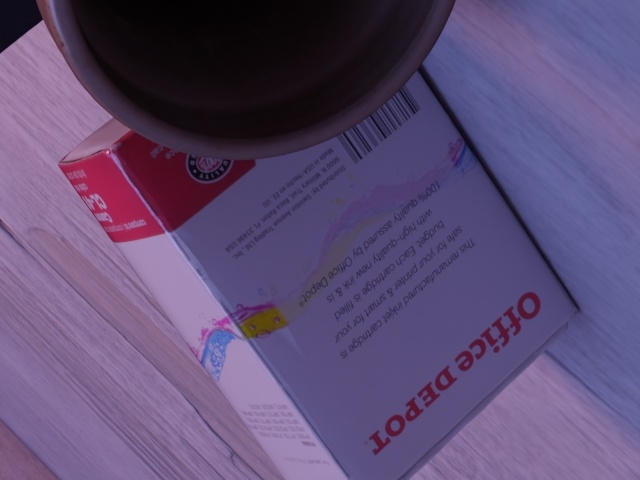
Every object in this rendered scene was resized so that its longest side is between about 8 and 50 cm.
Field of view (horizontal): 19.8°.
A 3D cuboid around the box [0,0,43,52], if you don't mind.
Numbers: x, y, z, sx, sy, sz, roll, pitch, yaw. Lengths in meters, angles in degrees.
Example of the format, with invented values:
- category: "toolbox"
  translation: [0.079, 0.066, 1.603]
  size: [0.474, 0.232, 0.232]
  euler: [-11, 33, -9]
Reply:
- category: "box"
  translation: [-0.366, -0.337, 1.329]
  size: [0.395, 0.212, 0.293]
  euler: [38, 162, 33]

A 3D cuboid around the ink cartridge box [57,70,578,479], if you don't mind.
- category: "ink cartridge box"
  translation: [0.000, 0.000, 1.293]
  size: [0.306, 0.226, 0.131]
  euler: [57, 157, -14]

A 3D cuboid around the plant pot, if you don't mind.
- category: "plant pot"
  translation: [-0.073, -0.211, 1.123]
  size: [0.229, 0.263, 0.263]
  euler: [47, 164, 54]
